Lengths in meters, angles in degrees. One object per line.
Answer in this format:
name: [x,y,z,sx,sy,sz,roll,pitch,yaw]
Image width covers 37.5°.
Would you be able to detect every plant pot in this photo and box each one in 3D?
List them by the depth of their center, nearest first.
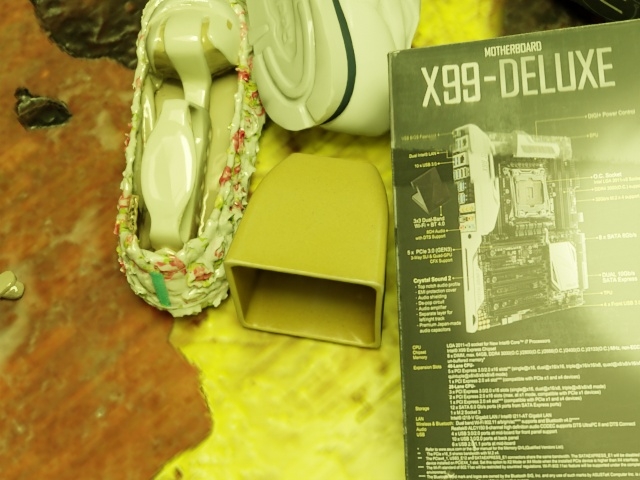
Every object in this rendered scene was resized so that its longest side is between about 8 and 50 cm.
plant pot: [0.000,0.000,0.513,0.081,0.081,0.083,8,62,7]

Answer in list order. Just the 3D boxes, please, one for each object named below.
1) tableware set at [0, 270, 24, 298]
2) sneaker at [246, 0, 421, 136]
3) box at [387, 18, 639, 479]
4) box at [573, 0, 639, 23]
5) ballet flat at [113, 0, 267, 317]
tableware set: [-0.270,0.055,0.537,0.194,0.039,0.128,-42,62,-15]
sneaker: [0.007,-0.176,0.549,0.095,0.090,0.235,-3,87,-36]
box: [0.189,0.017,0.439,0.308,0.076,0.242,-5,78,14]
box: [0.138,-0.272,0.547,0.270,0.143,0.165,40,80,20]
ballet flat: [-0.072,-0.077,0.543,0.091,0.077,0.240,-2,71,5]
